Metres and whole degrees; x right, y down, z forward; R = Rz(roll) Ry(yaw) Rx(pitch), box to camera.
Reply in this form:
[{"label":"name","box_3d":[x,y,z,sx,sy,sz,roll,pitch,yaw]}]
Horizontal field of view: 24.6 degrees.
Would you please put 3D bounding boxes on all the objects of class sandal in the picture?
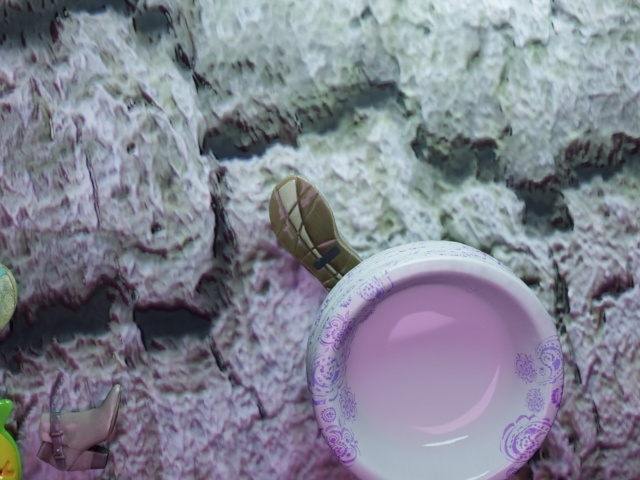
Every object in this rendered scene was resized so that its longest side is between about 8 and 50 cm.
[{"label":"sandal","box_3d":[0.000,0.000,1.713,0.072,0.049,0.180,-35,111,8]}]

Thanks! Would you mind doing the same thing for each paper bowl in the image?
[{"label":"paper bowl","box_3d":[0.124,0.141,1.672,0.284,0.148,0.284,-1,101,-4]}]

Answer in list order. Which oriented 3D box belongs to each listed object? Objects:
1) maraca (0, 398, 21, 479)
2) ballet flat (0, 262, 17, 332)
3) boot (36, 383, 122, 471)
[{"label":"maraca","box_3d":[-0.408,0.254,1.695,0.127,0.099,0.186,-6,112,-28]},{"label":"ballet flat","box_3d":[-0.478,0.164,1.682,0.123,0.123,0.348,39,95,-6]},{"label":"boot","box_3d":[-0.286,0.217,1.731,0.087,0.042,0.118,14,96,-1]}]
